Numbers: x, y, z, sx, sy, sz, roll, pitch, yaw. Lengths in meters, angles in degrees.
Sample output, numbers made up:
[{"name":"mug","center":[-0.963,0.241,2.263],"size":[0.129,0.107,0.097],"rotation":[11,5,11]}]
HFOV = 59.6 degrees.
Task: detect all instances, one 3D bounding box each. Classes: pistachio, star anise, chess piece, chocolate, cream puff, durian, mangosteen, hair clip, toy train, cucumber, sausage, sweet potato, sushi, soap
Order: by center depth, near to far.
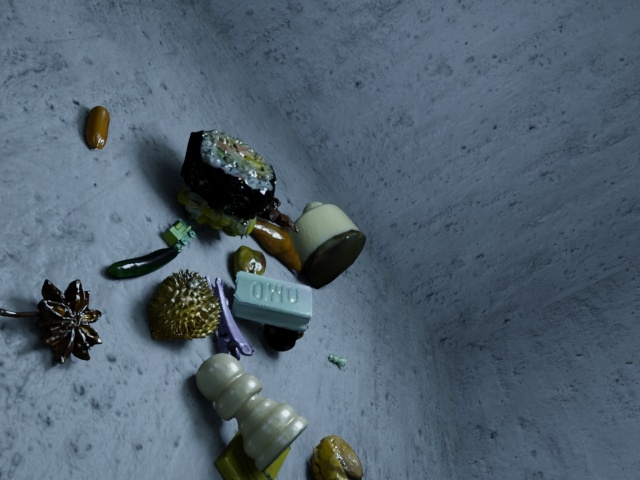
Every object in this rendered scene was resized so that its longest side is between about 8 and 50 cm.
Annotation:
[{"name":"star anise","center":[-0.514,0.140,1.094],"size":[0.177,0.073,0.234],"rotation":[-90,163,-45]},{"name":"chess piece","center":[-0.185,0.407,1.401],"size":[0.299,0.167,0.167],"rotation":[45,14,12]},{"name":"cucumber","center":[-0.454,0.059,1.461],"size":[0.056,0.056,0.284],"rotation":[60,20,2]},{"name":"durian","center":[-0.341,0.156,1.464],"size":[0.183,0.138,0.250],"rotation":[17,18,-5]},{"name":"sausage","center":[-0.633,-0.326,1.592],"size":[0.062,0.054,0.183],"rotation":[16,41,-26]},{"name":"hair clip","center":[-0.286,0.233,1.609],"size":[0.137,0.090,0.278],"rotation":[10,43,-52]},{"name":"toy train","center":[-0.423,-0.013,1.679],"size":[0.081,0.050,0.122],"rotation":[48,20,-13]},{"name":"cream puff","center":[0.046,0.691,1.693],"size":[0.189,0.129,0.189],"rotation":[48,13,-15]},{"name":"soap","center":[-0.158,0.193,1.800],"size":[0.261,0.094,0.150],"rotation":[15,30,-12]},{"name":"mangosteen","center":[-0.112,0.299,1.859],"size":[0.137,0.151,0.137],"rotation":[-14,90,-85]},{"name":"sushi","center":[-0.333,-0.174,1.863],"size":[0.328,0.285,0.328],"rotation":[25,26,-25]},{"name":"pistachio","center":[-0.249,0.074,1.934],"size":[0.110,0.100,0.189],"rotation":[55,18,-28]},{"name":"sweet potato","center":[-0.175,0.003,2.254],"size":[0.359,0.112,0.112],"rotation":[39,26,-42]},{"name":"chess piece","center":[0.065,0.480,2.257],"size":[0.093,0.042,0.042],"rotation":[34,30,-45]},{"name":"star anise","center":[-0.183,-0.118,2.284],"size":[0.272,0.102,0.272],"rotation":[29,2,-1]},{"name":"chocolate","center":[0.000,0.000,2.492],"size":[0.297,0.326,0.314],"rotation":[44,-3,25]}]

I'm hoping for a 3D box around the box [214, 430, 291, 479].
[{"name":"box","center":[-0.167,0.558,1.456],"size":[0.153,0.041,0.279],"rotation":[57,17,-2]}]
